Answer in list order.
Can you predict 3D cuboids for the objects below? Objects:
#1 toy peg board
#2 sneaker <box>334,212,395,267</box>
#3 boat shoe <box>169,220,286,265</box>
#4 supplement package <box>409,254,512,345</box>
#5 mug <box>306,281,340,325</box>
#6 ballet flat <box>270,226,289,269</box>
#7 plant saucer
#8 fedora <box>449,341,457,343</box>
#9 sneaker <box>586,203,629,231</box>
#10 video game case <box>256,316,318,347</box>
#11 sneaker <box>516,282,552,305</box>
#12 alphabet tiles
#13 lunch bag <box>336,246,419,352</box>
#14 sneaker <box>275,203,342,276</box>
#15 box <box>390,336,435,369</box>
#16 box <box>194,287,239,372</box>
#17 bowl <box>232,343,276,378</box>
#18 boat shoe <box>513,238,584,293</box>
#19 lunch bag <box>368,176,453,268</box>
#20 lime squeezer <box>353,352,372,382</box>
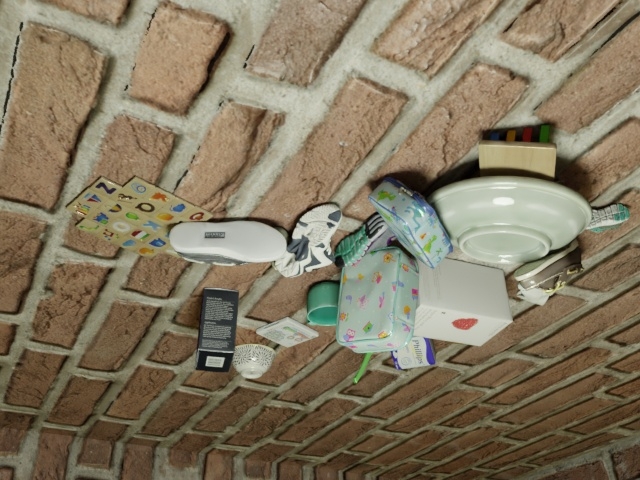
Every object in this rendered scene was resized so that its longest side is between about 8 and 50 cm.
[{"bbox_3d":[0.441,-0.189,1.571,0.160,0.079,0.161,6,150,18],"label":"toy peg board"},{"bbox_3d":[0.128,0.016,1.855,0.098,0.083,0.223,15,143,-31],"label":"sneaker"},{"bbox_3d":[-0.233,0.019,1.806,0.301,0.108,0.102,1,150,5],"label":"boat shoe"},{"bbox_3d":[0.366,0.172,2.009,0.292,0.175,0.177,11,144,-18],"label":"supplement package"},{"bbox_3d":[0.012,0.184,2.090,0.157,0.097,0.129,-13,145,18],"label":"mug"},{"bbox_3d":[-0.111,0.044,1.901,0.072,0.068,0.213,-3,147,3],"label":"ballet flat"},{"bbox_3d":[0.443,-0.025,1.697,0.400,0.101,0.400,6,159,2],"label":"plant saucer"},{"bbox_3d":[0.449,0.255,2.227,0.194,0.079,0.194,3,142,2],"label":"fedora"},{"bbox_3d":[0.695,-0.045,1.794,0.166,0.065,0.076,-3,151,6],"label":"sneaker"},{"bbox_3d":[-0.110,0.307,2.346,0.143,0.019,0.157,-25,140,33],"label":"video game case"},{"bbox_3d":[0.625,0.127,2.048,0.094,0.080,0.212,9,149,7],"label":"sneaker"},{"bbox_3d":[-0.452,-0.051,1.801,0.342,0.011,0.285,28,137,-36],"label":"alphabet tiles"},{"bbox_3d":[0.148,0.159,1.898,0.224,0.279,0.107,-16,145,40],"label":"lunch bag"},{"bbox_3d":[0.000,0.000,1.829,0.153,0.094,0.235,-2,130,-58],"label":"sneaker"},{"bbox_3d":[0.302,0.350,2.330,0.137,0.072,0.126,-12,118,15],"label":"box"},{"bbox_3d":[-0.310,0.268,2.111,0.108,0.207,0.153,6,145,-10],"label":"box"},{"bbox_3d":[-0.241,0.436,2.484,0.170,0.080,0.170,-1,147,-1],"label":"bowl"},{"bbox_3d":[0.591,0.078,1.791,0.116,0.097,0.324,-23,178,37],"label":"boat shoe"},{"bbox_3d":[0.214,-0.045,1.679,0.090,0.176,0.219,-44,133,-5],"label":"lunch bag"},{"bbox_3d":[0.217,0.375,2.388,0.310,0.110,0.059,-16,162,-38],"label":"lime squeezer"}]
